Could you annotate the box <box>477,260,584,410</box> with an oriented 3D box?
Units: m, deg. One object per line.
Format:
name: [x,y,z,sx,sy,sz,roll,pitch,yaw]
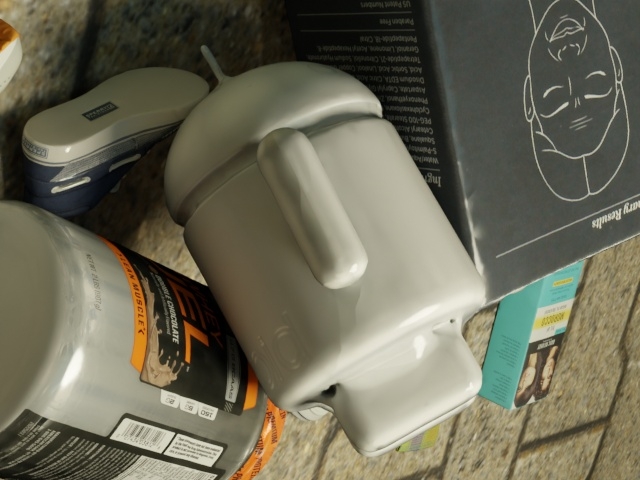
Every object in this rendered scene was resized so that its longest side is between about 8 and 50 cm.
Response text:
box: [0.288,0.101,1.900,0.100,0.060,0.244,-10,118,-49]

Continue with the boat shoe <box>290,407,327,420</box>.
boat shoe: [-0.004,0.118,1.514,0.083,0.075,0.226,-39,137,-32]

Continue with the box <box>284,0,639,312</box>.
box: [0.154,-0.178,1.293,0.293,0.212,0.396,-21,108,-31]

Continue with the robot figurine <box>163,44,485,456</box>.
robot figurine: [0.000,0.000,1.159,0.199,0.353,0.300,-28,167,-7]

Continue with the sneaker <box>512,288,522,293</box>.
sneaker: [0.229,-0.059,1.686,0.147,0.104,0.296,-14,125,-54]

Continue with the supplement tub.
supplement tub: [-0.181,0.110,1.165,0.338,0.207,0.207,31,85,-56]

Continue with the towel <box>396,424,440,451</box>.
towel: [0.131,0.245,1.826,0.083,0.009,0.060,-3,113,-51]

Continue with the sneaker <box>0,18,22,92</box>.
sneaker: [-0.310,-0.053,1.012,0.262,0.099,0.121,-46,149,-13]

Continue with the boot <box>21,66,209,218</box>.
boot: [-0.176,-0.083,1.191,0.190,0.069,0.086,-26,143,-39]
